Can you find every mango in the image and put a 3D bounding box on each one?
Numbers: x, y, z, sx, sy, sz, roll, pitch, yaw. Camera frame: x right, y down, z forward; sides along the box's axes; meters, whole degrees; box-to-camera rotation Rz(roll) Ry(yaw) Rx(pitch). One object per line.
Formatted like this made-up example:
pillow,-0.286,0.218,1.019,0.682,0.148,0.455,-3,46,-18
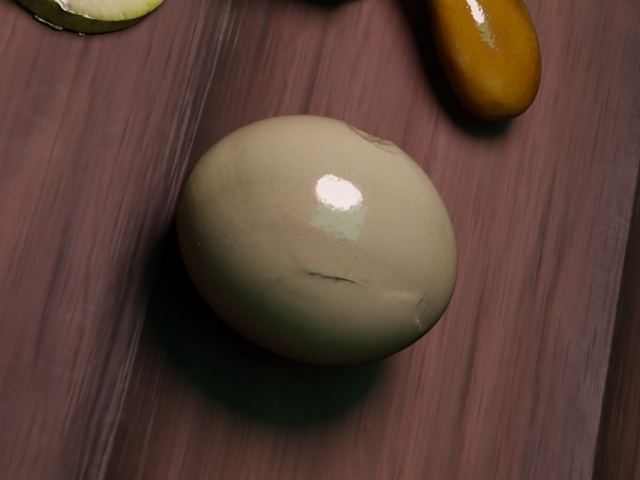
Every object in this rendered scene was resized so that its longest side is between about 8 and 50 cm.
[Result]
mango,0.153,-0.228,1.803,0.227,0.099,0.136,62,27,-11

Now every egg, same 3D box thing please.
egg,0.000,0.000,1.592,0.269,0.219,0.219,16,68,-27

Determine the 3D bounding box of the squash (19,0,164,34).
squash,-0.221,-0.299,1.672,0.219,0.041,0.219,10,70,-31
